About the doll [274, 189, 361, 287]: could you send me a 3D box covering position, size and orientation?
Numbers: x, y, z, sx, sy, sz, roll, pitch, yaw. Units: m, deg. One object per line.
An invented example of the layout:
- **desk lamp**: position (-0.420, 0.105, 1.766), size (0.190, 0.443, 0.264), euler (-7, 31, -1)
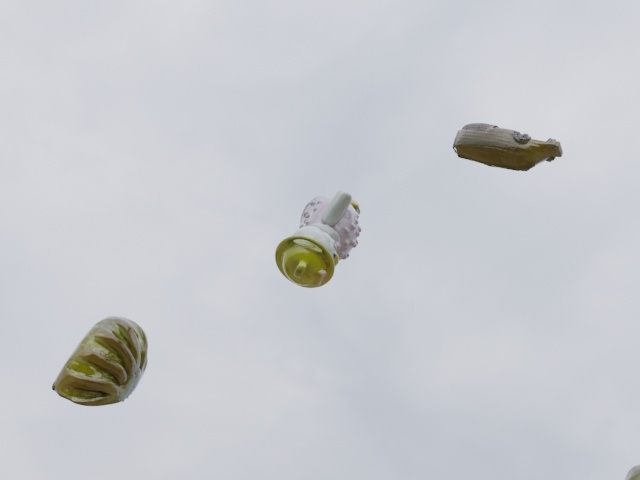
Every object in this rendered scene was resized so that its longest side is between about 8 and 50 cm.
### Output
- **doll**: position (0.000, 0.000, 1.555), size (0.081, 0.207, 0.129), euler (29, -65, 3)

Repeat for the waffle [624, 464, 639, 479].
- **waffle**: position (0.199, 0.181, 0.558), size (0.160, 0.055, 0.211), euler (-34, -82, 15)

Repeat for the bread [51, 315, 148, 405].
- **bread**: position (-0.259, 0.139, 1.580), size (0.083, 0.157, 0.094), euler (19, -79, 11)

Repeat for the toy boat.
- **toy boat**: position (0.231, -0.119, 1.599), size (0.149, 0.049, 0.047), euler (13, -35, 40)
